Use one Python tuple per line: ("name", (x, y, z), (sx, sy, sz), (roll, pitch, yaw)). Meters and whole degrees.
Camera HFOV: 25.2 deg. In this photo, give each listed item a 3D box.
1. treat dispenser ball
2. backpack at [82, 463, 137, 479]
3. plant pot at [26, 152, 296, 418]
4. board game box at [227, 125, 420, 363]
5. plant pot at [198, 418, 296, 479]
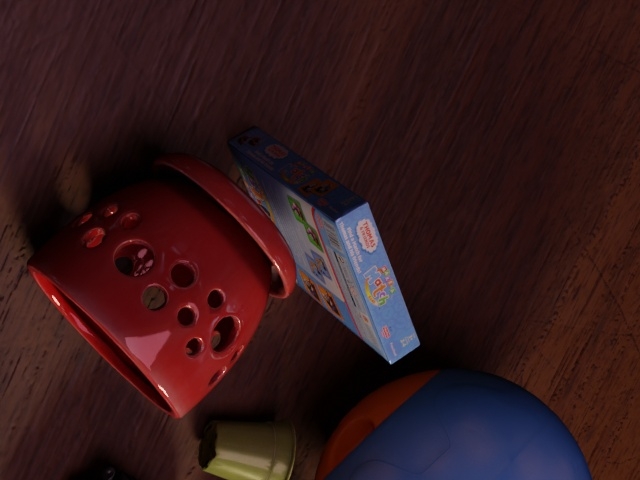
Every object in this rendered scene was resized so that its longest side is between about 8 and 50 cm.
("treat dispenser ball", (0.133, 0.273, 1.448), (0.288, 0.288, 0.288), (-12, 117, -25))
("backpack", (-0.211, 0.326, 1.380), (0.182, 0.115, 0.152), (-43, 129, -3))
("plant pot", (-0.132, 0.031, 1.253), (0.174, 0.191, 0.191), (-46, 127, -16))
("board game box", (0.000, 0.000, 1.294), (0.039, 0.211, 0.160), (-32, 124, -15))
("plant pot", (-0.077, 0.212, 1.434), (0.079, 0.083, 0.083), (15, 104, -22))
